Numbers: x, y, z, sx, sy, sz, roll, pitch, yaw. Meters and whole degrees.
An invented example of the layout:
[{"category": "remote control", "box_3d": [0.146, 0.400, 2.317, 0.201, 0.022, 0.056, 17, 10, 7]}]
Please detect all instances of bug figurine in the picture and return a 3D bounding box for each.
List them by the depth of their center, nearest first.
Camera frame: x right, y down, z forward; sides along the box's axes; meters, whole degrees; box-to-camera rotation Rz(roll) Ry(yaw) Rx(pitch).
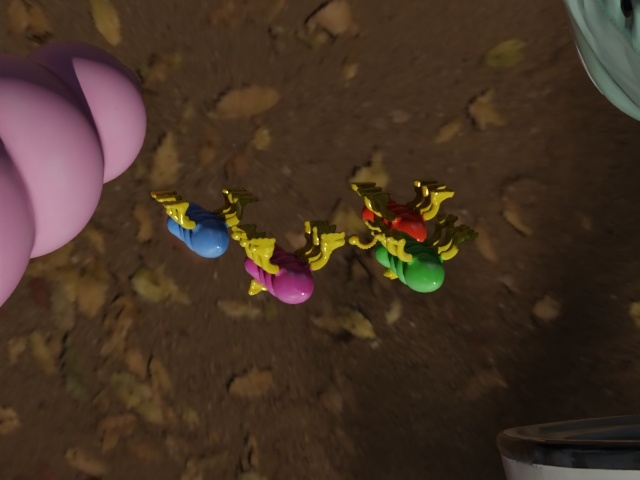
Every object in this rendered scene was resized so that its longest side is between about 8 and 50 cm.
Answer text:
[{"category": "bug figurine", "box_3d": [0.000, 0.000, 1.273, 0.279, 0.216, 0.072, -2, 108, -21]}]

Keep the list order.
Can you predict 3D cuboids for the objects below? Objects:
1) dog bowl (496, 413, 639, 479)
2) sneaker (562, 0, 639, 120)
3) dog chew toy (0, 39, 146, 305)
[{"category": "dog bowl", "box_3d": [0.317, 0.184, 0.913, 0.408, 0.408, 0.150, -2, 85, -3]}, {"category": "sneaker", "box_3d": [0.112, -0.142, 0.491, 0.094, 0.151, 0.256, -27, 115, 1]}, {"category": "dog chew toy", "box_3d": [-0.277, -0.060, 1.205, 0.332, 0.206, 0.206, -39, 96, -38]}]
